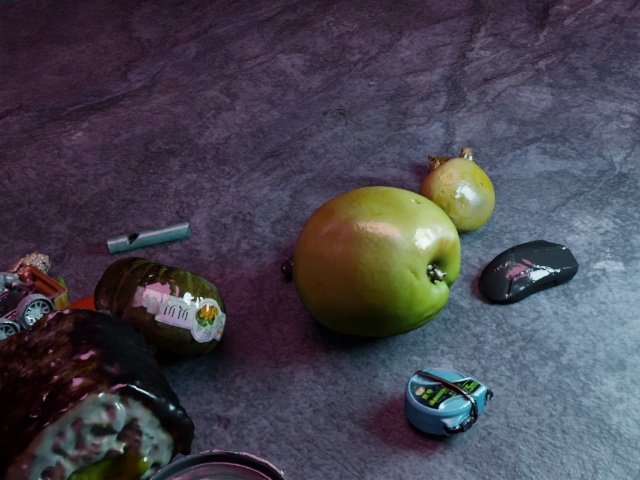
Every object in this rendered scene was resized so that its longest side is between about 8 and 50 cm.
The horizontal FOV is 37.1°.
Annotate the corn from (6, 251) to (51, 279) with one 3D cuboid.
[{"bbox_3d":[-0.641,0.114,1.974,0.092,0.092,0.280,3,36,10],"label":"corn"}]

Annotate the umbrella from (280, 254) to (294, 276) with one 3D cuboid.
[{"bbox_3d":[-0.005,0.000,2.084,0.071,0.070,0.248,28,49,35],"label":"umbrella"}]

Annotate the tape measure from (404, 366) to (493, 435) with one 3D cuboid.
[{"bbox_3d":[0.212,0.281,1.674,0.146,0.080,0.125,24,42,33],"label":"tape measure"}]

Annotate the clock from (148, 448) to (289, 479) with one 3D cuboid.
[{"bbox_3d":[-0.154,0.452,1.460,0.281,0.055,0.280,4,45,-4],"label":"clock"}]

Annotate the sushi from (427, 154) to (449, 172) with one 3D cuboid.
[{"bbox_3d":[0.289,-0.163,2.274,0.060,0.061,0.118,-6,36,-22],"label":"sushi"}]

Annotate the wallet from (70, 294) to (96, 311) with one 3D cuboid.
[{"bbox_3d":[-0.421,0.151,1.942,0.204,0.045,0.142,-22,43,-20],"label":"wallet"}]

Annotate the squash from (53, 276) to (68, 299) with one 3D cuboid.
[{"bbox_3d":[-0.552,0.106,2.032,0.027,0.027,0.089,-17,40,-17],"label":"squash"}]

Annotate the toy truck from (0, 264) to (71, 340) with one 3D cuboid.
[{"bbox_3d":[-0.619,0.232,1.720,0.388,0.206,0.173,-38,38,-26],"label":"toy truck"}]

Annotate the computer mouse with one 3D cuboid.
[{"bbox_3d":[0.424,0.055,1.960,0.217,0.073,0.122,-20,39,-21],"label":"computer mouse"}]

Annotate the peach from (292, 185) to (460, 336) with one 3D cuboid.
[{"bbox_3d":[0.103,0.048,1.828,0.316,0.314,0.281,8,54,19],"label":"peach"}]

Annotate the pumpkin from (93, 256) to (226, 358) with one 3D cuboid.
[{"bbox_3d":[-0.306,0.142,1.798,0.260,0.260,0.189,16,78,25],"label":"pumpkin"}]

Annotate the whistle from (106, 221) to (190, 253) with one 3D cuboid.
[{"bbox_3d":[-0.387,-0.006,2.153,0.186,0.039,0.039,-12,38,-11],"label":"whistle"}]

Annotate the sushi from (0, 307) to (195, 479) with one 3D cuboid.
[{"bbox_3d":[-0.383,0.286,1.564,0.300,0.281,0.294,-23,35,-13],"label":"sushi"}]

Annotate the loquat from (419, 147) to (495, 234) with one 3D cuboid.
[{"bbox_3d":[0.302,-0.107,2.107,0.172,0.204,0.149,12,-5,-26],"label":"loquat"}]
